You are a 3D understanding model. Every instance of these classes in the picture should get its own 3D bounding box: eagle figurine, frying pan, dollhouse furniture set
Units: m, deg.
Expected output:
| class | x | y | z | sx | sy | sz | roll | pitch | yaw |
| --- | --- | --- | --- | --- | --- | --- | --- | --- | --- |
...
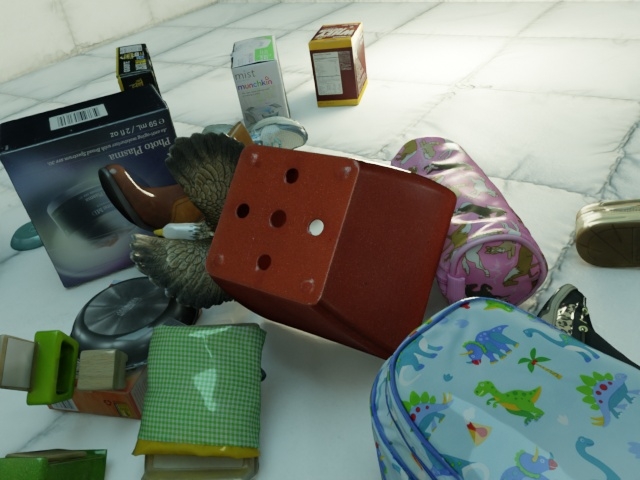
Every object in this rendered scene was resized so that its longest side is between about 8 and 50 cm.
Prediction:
| class | x | y | z | sx | sy | sz | roll | pitch | yaw |
| --- | --- | --- | --- | --- | --- | --- | --- | --- | --- |
| eagle figurine | -0.167 | -0.010 | 0.902 | 0.225 | 0.226 | 0.298 | -27 | -8 | -7 |
| frying pan | -0.245 | 0.141 | 0.801 | 0.197 | 0.053 | 0.326 | -27 | 37 | -26 |
| dollhouse furniture set | -0.226 | 0.190 | 0.666 | 0.301 | 0.151 | 0.198 | -4 | 71 | 6 |

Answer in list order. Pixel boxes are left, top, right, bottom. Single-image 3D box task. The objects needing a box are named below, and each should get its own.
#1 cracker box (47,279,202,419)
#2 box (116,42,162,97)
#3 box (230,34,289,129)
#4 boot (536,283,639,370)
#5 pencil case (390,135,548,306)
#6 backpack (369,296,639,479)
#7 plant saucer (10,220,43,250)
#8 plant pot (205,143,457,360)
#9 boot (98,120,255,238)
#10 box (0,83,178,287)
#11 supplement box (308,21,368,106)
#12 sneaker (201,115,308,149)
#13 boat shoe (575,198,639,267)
| class | x | y | z | sx | sy | sz | roll | pitch | yaw |
| --- | --- | --- | --- | --- | --- | --- | --- | --- | --- |
| cracker box | -0.304 | 0.160 | 0.878 | 0.155 | 0.067 | 0.232 | 2 | 36 | 14 |
| box | -0.388 | -0.264 | 1.299 | 0.079 | 0.322 | 0.257 | -16 | 35 | -12 |
| box | -0.161 | -0.411 | 1.541 | 0.126 | 0.231 | 0.262 | -10 | 33 | 0 |
| boot | 0.355 | 0.151 | 0.716 | 0.178 | 0.085 | 0.236 | 34 | 28 | 22 |
| pencil case | 0.232 | -0.040 | 0.958 | 0.167 | 0.160 | 0.386 | -40 | 31 | 16 |
| backpack | 0.208 | 0.218 | 0.532 | 0.290 | 0.273 | 0.355 | -32 | 26 | -20 |
| plant saucer | -0.647 | -0.020 | 1.274 | 0.119 | 0.021 | 0.119 | -7 | 33 | 5 |
| plant pot | 0.000 | 0.000 | 0.779 | 0.267 | 0.235 | 0.267 | 13 | 83 | 31 |
| boot | -0.229 | -0.116 | 1.032 | 0.280 | 0.264 | 0.096 | -48 | 38 | -15 |
| box | -0.412 | -0.109 | 1.100 | 0.296 | 0.294 | 0.183 | -21 | 37 | -16 |
| supplement box | 0.059 | -0.534 | 1.697 | 0.129 | 0.194 | 0.191 | 1 | 35 | 15 |
| sneaker | -0.169 | -0.225 | 1.409 | 0.283 | 0.110 | 0.122 | -7 | 51 | 9 |
| boat shoe | 0.584 | -0.025 | 0.873 | 0.341 | 0.122 | 0.110 | 3 | 36 | 21 |
